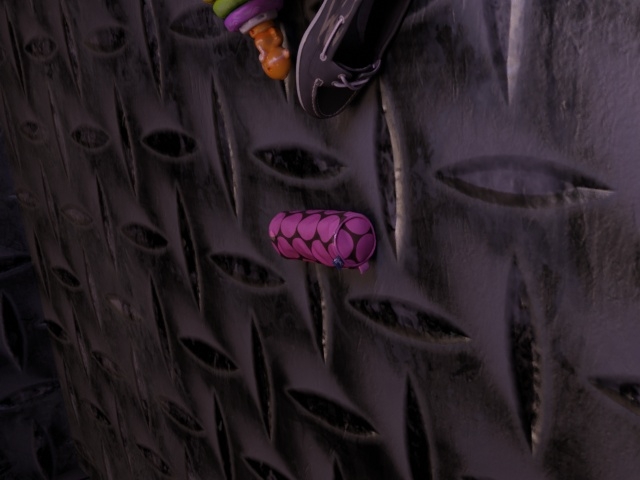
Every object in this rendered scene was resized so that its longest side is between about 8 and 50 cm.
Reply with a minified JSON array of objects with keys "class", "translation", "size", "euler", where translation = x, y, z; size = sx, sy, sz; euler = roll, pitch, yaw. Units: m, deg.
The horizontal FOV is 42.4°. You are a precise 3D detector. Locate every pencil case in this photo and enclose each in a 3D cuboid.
[{"class":"pencil case","translation":[0.000,0.000,1.380],"size":[0.209,0.095,0.098],"euler":[10,133,56]}]

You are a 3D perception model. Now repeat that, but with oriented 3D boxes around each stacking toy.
[{"class":"stacking toy","translation":[-0.123,-0.400,1.336],"size":[0.175,0.166,0.301],"euler":[-22,98,46]}]

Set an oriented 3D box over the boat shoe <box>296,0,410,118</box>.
[{"class":"boat shoe","translation":[0.052,-0.290,1.143],"size":[0.095,0.112,0.335],"euler":[54,140,33]}]
